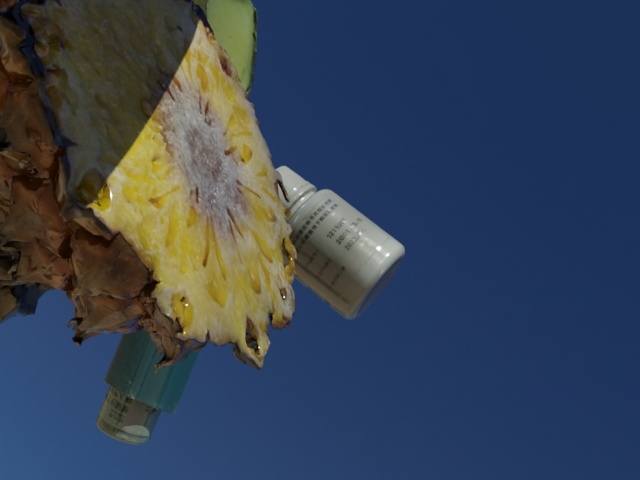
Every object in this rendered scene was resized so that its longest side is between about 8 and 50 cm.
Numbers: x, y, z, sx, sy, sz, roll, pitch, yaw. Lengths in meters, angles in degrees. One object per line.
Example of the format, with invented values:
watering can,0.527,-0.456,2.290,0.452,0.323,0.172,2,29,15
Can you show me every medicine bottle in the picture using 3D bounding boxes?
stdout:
medicine bottle,-0.158,0.091,0.977,0.079,0.124,0.258,24,-89,24
medicine bottle,0.000,0.000,0.771,0.130,0.080,0.080,37,-46,12

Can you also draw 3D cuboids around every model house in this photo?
model house,-0.241,-0.337,1.586,0.211,0.170,0.194,3,-85,25

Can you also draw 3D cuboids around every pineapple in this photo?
pineapple,-0.189,-0.012,0.535,0.271,0.262,0.263,-21,-75,21
